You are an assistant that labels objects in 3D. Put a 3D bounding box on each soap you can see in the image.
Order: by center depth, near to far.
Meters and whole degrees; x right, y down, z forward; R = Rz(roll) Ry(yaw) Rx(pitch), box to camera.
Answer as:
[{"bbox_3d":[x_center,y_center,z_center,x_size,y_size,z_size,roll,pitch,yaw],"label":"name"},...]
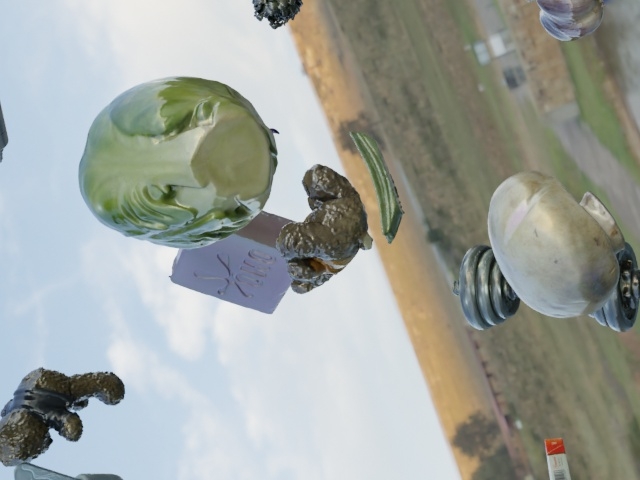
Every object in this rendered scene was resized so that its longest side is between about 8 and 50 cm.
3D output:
[{"bbox_3d":[-0.197,0.033,2.580,0.296,0.286,0.107,119,167,-51],"label":"soap"}]

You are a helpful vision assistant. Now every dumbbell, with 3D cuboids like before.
[{"bbox_3d":[0.448,0.090,2.080,0.179,0.406,0.179,8,-100,-58],"label":"dumbbell"}]

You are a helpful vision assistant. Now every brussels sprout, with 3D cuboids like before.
[{"bbox_3d":[-0.218,-0.130,1.730,0.289,0.355,0.281,16,-98,-34],"label":"brussels sprout"}]

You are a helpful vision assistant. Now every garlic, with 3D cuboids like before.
[{"bbox_3d":[0.490,-0.517,2.139,0.245,0.161,0.244,-1,-90,-74],"label":"garlic"}]

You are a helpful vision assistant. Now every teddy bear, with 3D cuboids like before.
[{"bbox_3d":[0.000,0.000,1.661,0.190,0.140,0.177,125,166,-58],"label":"teddy bear"},{"bbox_3d":[-0.472,0.285,1.834,0.251,0.182,0.129,-44,-65,-50],"label":"teddy bear"}]

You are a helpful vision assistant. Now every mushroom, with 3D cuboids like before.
[{"bbox_3d":[0.356,-0.001,1.634,0.255,0.184,0.255,55,-173,-10],"label":"mushroom"}]

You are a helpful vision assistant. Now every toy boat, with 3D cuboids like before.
[{"bbox_3d":[0.129,-0.124,2.309,0.093,0.055,0.293,53,-163,-52],"label":"toy boat"}]

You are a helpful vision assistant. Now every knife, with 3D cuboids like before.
[{"bbox_3d":[-0.424,0.412,1.764,0.044,0.080,0.331,47,-177,27],"label":"knife"}]

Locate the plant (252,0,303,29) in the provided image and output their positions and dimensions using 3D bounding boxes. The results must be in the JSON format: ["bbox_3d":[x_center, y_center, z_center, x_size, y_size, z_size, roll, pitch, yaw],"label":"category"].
[{"bbox_3d":[-0.078,-0.481,2.049,0.094,0.092,0.143,29,-108,-71],"label":"plant"}]

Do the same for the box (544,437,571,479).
[{"bbox_3d":[0.519,0.517,2.303,0.152,0.048,0.100,-89,-11,-57],"label":"box"}]

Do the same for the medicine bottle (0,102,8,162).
[{"bbox_3d":[-0.671,-0.225,2.176,0.199,0.058,0.057,99,162,-55],"label":"medicine bottle"}]

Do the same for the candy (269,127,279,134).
[{"bbox_3d":[-0.232,-0.274,2.408,0.275,0.145,0.070,10,-82,-41],"label":"candy"}]
